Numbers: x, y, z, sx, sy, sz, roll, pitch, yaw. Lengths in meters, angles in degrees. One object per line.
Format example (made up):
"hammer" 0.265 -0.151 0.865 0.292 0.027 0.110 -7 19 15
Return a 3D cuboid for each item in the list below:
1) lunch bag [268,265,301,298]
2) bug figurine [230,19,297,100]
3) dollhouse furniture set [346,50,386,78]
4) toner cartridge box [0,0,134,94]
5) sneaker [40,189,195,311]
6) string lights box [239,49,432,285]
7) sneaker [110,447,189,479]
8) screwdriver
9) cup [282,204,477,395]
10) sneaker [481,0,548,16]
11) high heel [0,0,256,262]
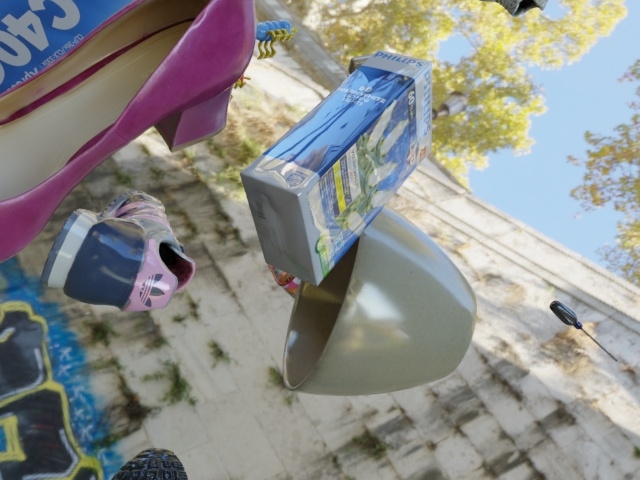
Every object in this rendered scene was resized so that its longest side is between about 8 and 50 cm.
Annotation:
"lunch bag" 0.000 0.000 1.453 0.120 0.293 0.258 43 4 -26
"bug figurine" -0.182 -0.360 1.162 0.279 0.216 0.072 -25 -91 50
"dollhouse furniture set" 0.160 -0.451 1.723 0.151 0.144 0.123 112 -42 -63
"toner cartridge box" -0.289 -0.251 0.691 0.348 0.165 0.075 -25 -127 25
"sneaker" -0.212 0.018 0.703 0.319 0.131 0.112 -100 -146 -78
"string lights box" 0.032 -0.090 0.657 0.077 0.259 0.133 23 -36 29
"sneaker" -0.216 0.387 0.664 0.130 0.109 0.286 119 -20 -59
"screwdriver" 0.430 0.149 0.953 0.024 0.170 0.025 -49 -159 10
"cup" 0.105 0.111 0.943 0.331 0.237 0.330 -160 -90 -78
"sneaker" 0.419 -0.538 1.297 0.191 0.071 0.082 18 -91 45
"high heel" -0.134 -0.065 0.283 0.082 0.244 0.117 52 -32 19
